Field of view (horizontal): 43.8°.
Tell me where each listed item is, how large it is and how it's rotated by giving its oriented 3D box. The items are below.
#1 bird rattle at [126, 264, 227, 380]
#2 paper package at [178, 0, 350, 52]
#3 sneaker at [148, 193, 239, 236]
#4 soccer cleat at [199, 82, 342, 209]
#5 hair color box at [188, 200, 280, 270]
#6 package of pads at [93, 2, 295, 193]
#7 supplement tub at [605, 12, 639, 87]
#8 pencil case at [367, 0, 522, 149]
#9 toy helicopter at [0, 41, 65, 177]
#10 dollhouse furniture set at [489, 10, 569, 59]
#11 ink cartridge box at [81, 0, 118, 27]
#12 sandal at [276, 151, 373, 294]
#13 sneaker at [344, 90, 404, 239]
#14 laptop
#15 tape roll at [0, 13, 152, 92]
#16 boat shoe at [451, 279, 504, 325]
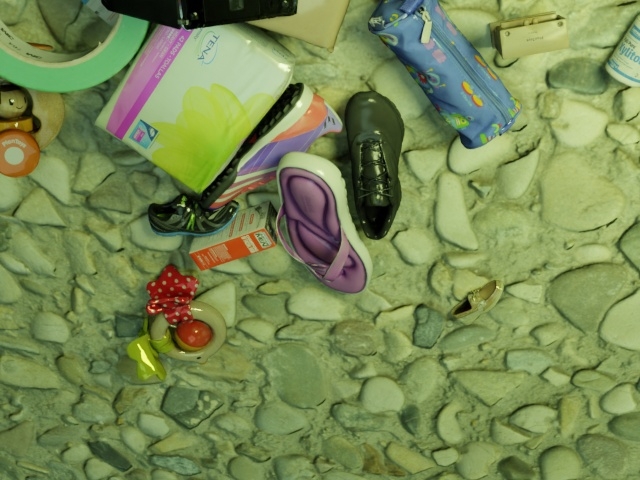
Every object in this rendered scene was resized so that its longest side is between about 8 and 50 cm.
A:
[{"bbox_3d":[-0.303,0.180,1.726,0.207,0.143,0.253,20,114,-24],"label":"bird rattle"},{"bbox_3d":[-0.075,-0.486,1.150,0.310,0.168,0.324,16,127,-7],"label":"paper package"},{"bbox_3d":[-0.250,-0.053,1.550,0.188,0.067,0.078,-5,132,12],"label":"sneaker"},{"bbox_3d":[-0.098,-0.146,1.449,0.116,0.108,0.318,34,121,-26],"label":"soccer cleat"},{"bbox_3d":[-0.166,-0.009,1.560,0.167,0.093,0.053,-19,124,19],"label":"hair color box"},{"bbox_3d":[-0.206,-0.250,1.345,0.229,0.101,0.296,34,114,-12],"label":"package of pads"},{"bbox_3d":[0.519,-0.309,1.290,0.071,0.071,0.107,18,126,-9],"label":"supplement tub"},{"bbox_3d":[0.206,-0.285,1.300,0.119,0.133,0.306,-46,116,-1],"label":"pencil case"},{"bbox_3d":[-0.615,-0.276,1.367,0.355,0.140,0.235,21,104,-24],"label":"toy helicopter"},{"bbox_3d":[0.305,-0.413,1.208,0.212,0.161,0.242,-8,108,11],"label":"dollhouse furniture set"},{"bbox_3d":[-0.353,-0.395,1.327,0.083,0.028,0.048,40,120,-22],"label":"ink cartridge box"},{"bbox_3d":[-0.014,-0.003,1.486,0.169,0.102,0.416,13,148,25],"label":"sandal"},{"bbox_3d":[0.101,-0.128,1.426,0.109,0.130,0.286,-5,125,11],"label":"sneaker"},{"bbox_3d":[-0.178,-0.426,1.095,0.264,0.136,0.234,-13,129,-15],"label":"laptop"},{"bbox_3d":[-0.424,-0.398,1.255,0.321,0.077,0.321,-2,115,-4],"label":"tape roll"},{"bbox_3d":[0.323,0.126,1.645,0.045,0.050,0.135,25,125,-20],"label":"boat shoe"}]
